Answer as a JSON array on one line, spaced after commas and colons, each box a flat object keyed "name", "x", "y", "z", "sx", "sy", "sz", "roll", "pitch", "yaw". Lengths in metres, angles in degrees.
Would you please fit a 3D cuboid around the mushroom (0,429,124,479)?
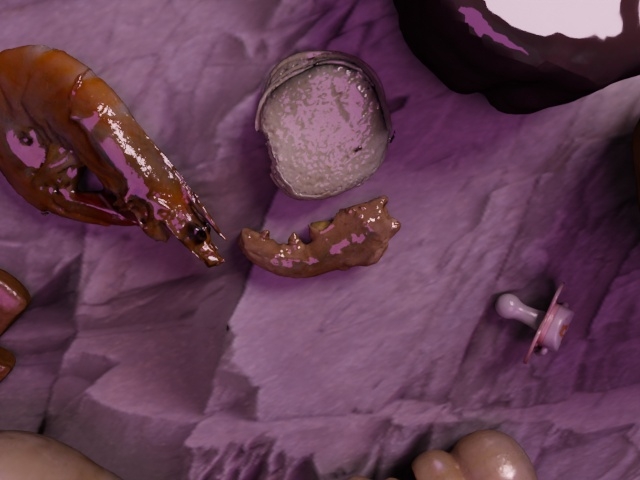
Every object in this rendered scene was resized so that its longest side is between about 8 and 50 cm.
[{"name": "mushroom", "x": -0.330, "y": 0.370, "z": 0.489, "sx": 0.325, "sy": 0.353, "sz": 0.353, "roll": -24, "pitch": 108, "yaw": -26}]

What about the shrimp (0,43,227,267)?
[{"name": "shrimp", "x": -0.222, "y": -0.059, "z": 0.474, "sx": 0.152, "sy": 0.063, "sz": 0.287, "roll": -40, "pitch": 100, "yaw": 12}]

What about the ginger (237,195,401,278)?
[{"name": "ginger", "x": 0.000, "y": 0.004, "z": 0.502, "sx": 0.173, "sy": 0.051, "sz": 0.069, "roll": -14, "pitch": 102, "yaw": 1}]

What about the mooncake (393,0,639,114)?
[{"name": "mooncake", "x": 0.185, "y": -0.251, "z": 0.384, "sx": 0.283, "sy": 0.141, "sz": 0.283, "roll": -1, "pitch": 98, "yaw": -5}]

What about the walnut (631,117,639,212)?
[{"name": "walnut", "x": 0.414, "y": -0.060, "z": 0.383, "sx": 0.296, "sy": 0.285, "sz": 0.285, "roll": -4, "pitch": 110, "yaw": -38}]

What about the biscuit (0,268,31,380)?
[{"name": "biscuit", "x": -0.461, "y": 0.130, "z": 0.534, "sx": 0.278, "sy": 0.043, "sz": 0.302, "roll": 0, "pitch": 106, "yaw": -1}]

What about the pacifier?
[{"name": "pacifier", "x": 0.234, "y": 0.086, "z": 0.529, "sx": 0.078, "sy": 0.081, "sz": 0.099, "roll": 25, "pitch": 79, "yaw": 24}]

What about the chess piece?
[{"name": "chess piece", "x": 0.131, "y": 0.320, "z": 0.561, "sx": 0.260, "sy": 0.143, "sz": 0.143, "roll": -26, "pitch": 105, "yaw": 0}]

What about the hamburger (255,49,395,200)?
[{"name": "hamburger", "x": 0.004, "y": -0.113, "z": 0.462, "sx": 0.133, "sy": 0.062, "sz": 0.140, "roll": -5, "pitch": 108, "yaw": 2}]
